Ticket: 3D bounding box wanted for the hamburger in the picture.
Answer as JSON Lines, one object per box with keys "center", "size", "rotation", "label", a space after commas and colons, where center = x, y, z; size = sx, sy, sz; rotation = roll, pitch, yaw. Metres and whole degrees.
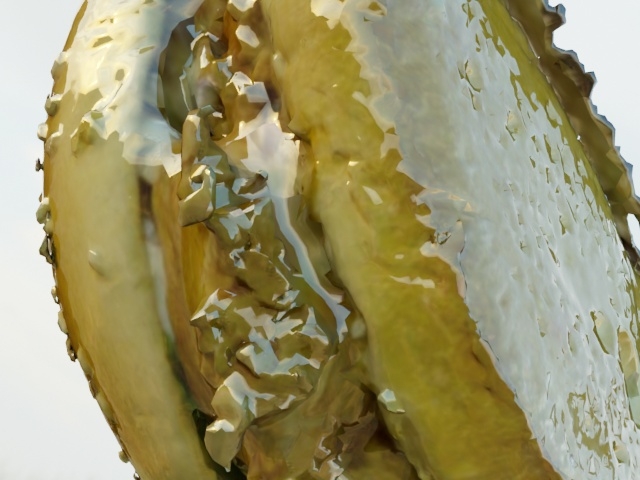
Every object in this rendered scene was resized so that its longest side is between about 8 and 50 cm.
{"center": [0.017, 0.052, 0.927], "size": [0.268, 0.287, 0.445], "rotation": [-14, -58, 26], "label": "hamburger"}
